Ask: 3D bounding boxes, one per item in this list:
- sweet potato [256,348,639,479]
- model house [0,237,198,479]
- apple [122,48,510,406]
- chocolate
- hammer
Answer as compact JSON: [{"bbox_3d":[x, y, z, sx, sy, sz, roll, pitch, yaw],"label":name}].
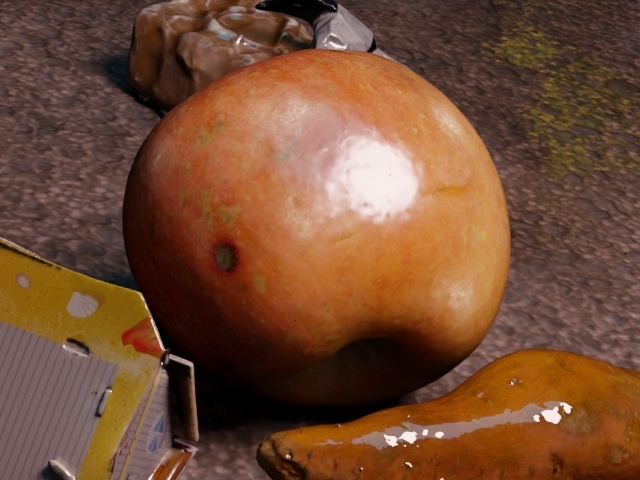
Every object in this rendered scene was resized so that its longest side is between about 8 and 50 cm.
[{"bbox_3d":[0.139,0.123,1.148,0.359,0.112,0.112,-3,30,-32],"label":"sweet potato"},{"bbox_3d":[-0.185,0.108,1.053,0.219,0.207,0.136,17,-5,18],"label":"model house"},{"bbox_3d":[0.000,0.000,1.198,0.253,0.253,0.253,9,27,-5],"label":"apple"},{"bbox_3d":[-0.058,-0.145,1.605,0.148,0.093,0.214,-19,40,-42],"label":"chocolate"},{"bbox_3d":[-0.043,-0.060,1.409,0.152,0.044,0.427,41,42,-11],"label":"hammer"}]
